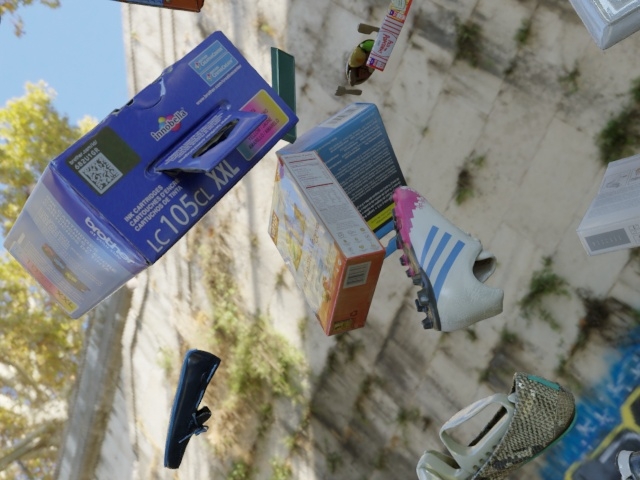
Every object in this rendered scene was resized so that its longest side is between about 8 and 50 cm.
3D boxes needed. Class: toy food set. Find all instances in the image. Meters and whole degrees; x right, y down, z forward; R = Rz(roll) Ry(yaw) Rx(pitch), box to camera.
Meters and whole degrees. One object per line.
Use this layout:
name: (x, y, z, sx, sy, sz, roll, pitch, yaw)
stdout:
toy food set: (0.113, -0.455, 1.926, 0.132, 0.038, 0.192, -11, -52, -50)

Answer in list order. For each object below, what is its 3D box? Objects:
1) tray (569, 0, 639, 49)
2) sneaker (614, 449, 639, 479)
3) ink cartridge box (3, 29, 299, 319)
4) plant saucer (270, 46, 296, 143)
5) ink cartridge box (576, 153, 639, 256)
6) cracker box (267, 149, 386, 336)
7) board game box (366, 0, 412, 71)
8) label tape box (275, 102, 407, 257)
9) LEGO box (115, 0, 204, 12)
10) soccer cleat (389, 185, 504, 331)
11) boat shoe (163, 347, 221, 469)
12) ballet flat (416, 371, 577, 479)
tray: (0.538, -0.435, 1.192, 0.270, 0.145, 0.030, -30, -21, 17)
sneaker: (0.604, 0.449, 1.259, 0.078, 0.234, 0.106, -29, -6, -47)
ink cartridge box: (-0.205, -0.074, 0.894, 0.270, 0.151, 0.395, -50, 11, -31)
plant saucer: (-0.073, -0.295, 1.518, 0.067, 0.018, 0.192, 12, -107, -52)
ink cartridge box: (0.648, -0.095, 1.369, 0.066, 0.296, 0.261, 57, -134, -16)
cracker box: (0.000, 0.000, 1.086, 0.067, 0.232, 0.156, -11, -44, -23)
board game box: (0.167, -0.502, 1.701, 0.147, 0.045, 0.193, 115, 176, -54)
label tape box: (0.072, -0.112, 1.718, 0.240, 0.106, 0.334, -35, -63, -23)
LEGO box: (-0.299, -0.667, 1.440, 0.193, 0.500, 0.372, 6, -68, -10)
soccer cleat: (0.207, 0.021, 1.243, 0.143, 0.331, 0.116, -12, -49, 1)
boat shoe: (-0.268, 0.361, 1.572, 0.089, 0.109, 0.258, 13, -83, -11)
ballet flat: (0.307, 0.437, 1.504, 0.483, 0.182, 0.164, -59, 4, 28)
